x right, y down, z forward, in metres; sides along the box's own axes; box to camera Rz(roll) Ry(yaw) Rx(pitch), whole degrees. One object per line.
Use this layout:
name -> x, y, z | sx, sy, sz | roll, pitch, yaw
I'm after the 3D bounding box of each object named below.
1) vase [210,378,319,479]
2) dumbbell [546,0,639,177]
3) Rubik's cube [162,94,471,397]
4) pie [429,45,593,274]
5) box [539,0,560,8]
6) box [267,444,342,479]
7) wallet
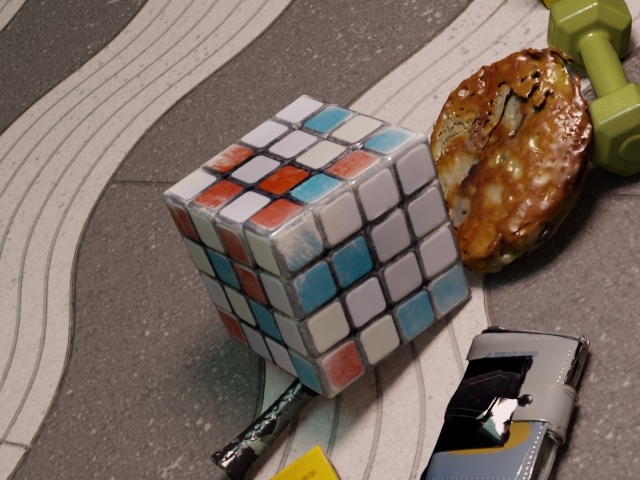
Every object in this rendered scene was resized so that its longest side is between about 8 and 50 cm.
vase -> -0.065, 0.236, 1.824 | 0.167, 0.059, 0.059 | -47, 39, -10
dumbbell -> 0.379, -0.213, 1.877 | 0.108, 0.121, 0.302 | -5, 44, -3
Rubik's cube -> -0.001, 0.000, 1.808 | 0.256, 0.259, 0.253 | -36, 35, -22
pie -> 0.241, -0.114, 1.853 | 0.308, 0.085, 0.308 | -32, 49, 47
box -> 0.279, -0.476, 2.175 | 0.041, 0.153, 0.279 | -33, 39, 8
box -> -0.010, 0.373, 1.661 | 0.152, 0.043, 0.269 | -37, 38, 2
wallet -> 0.212, 0.195, 1.644 | 0.170, 0.069, 0.231 | -5, 48, 41
